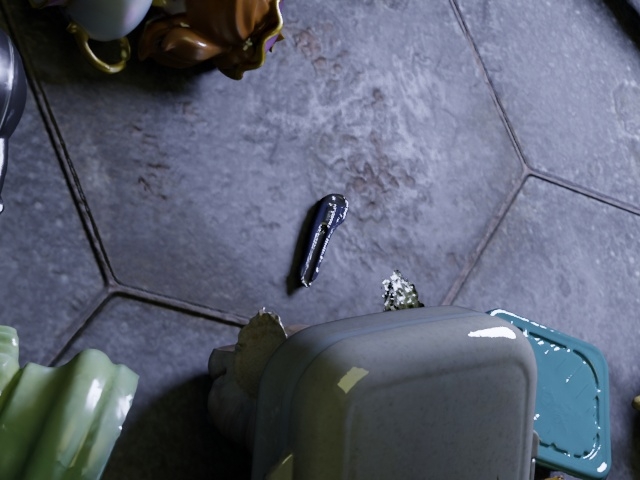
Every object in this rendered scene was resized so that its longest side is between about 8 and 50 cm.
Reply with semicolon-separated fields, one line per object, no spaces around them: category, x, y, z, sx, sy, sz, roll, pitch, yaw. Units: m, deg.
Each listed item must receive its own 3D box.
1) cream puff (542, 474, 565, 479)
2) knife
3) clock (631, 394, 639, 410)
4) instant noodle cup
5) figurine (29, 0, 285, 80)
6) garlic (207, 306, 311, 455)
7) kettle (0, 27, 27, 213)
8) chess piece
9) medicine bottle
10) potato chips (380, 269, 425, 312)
cream puff;0.203;0.308;1.220;0.165;0.115;0.150;7;77;-71
knife;0.000;0.000;1.290;0.031;0.018;0.121;31;57;-17
clock;0.477;0.199;1.473;0.308;0.096;0.235;28;58;-21
instant noodle cup;0.222;0.170;1.330;0.179;0.070;0.157;21;58;-25
figurine;-0.147;-0.248;1.227;0.263;0.142;0.190;7;97;-33
garlic;-0.026;0.135;1.162;0.131;0.127;0.194;48;16;21
kettle;-0.370;-0.110;0.978;0.290;0.207;0.268;16;59;-37
chess piece;-0.303;0.120;0.964;0.298;0.176;0.176;25;56;-7
medicine bottle;0.059;0.245;1.060;0.282;0.123;0.375;-6;104;-34
potato chips;0.066;0.138;1.202;0.220;0.029;0.202;-67;147;-46
